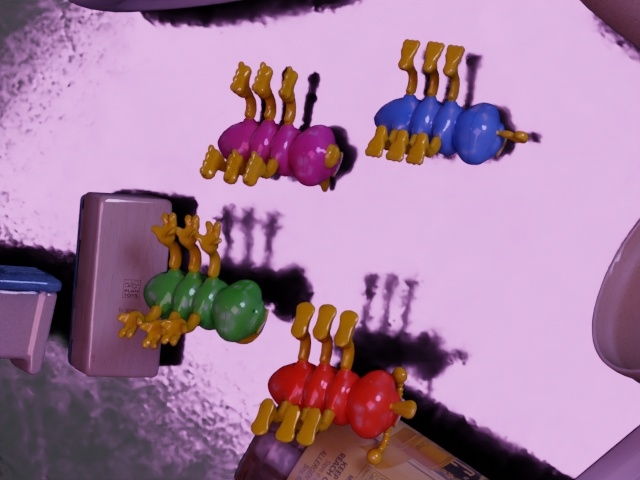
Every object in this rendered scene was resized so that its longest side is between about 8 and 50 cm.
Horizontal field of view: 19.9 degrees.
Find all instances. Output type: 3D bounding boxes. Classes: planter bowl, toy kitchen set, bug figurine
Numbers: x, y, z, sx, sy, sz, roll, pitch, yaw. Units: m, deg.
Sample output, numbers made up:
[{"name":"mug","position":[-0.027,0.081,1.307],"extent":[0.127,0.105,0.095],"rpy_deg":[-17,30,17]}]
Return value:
[{"name":"planter bowl","position":[0.262,0.041,1.121],"extent":[0.109,0.162,0.162],"rpy_deg":[36,100,-19]},{"name":"toy kitchen set","position":[-0.230,0.018,1.251],"extent":[0.207,0.166,0.122],"rpy_deg":[4,95,-26]},{"name":"bug figurine","position":[0.000,0.000,1.166],"extent":[0.216,0.072,0.279],"rpy_deg":[15,72,26]}]

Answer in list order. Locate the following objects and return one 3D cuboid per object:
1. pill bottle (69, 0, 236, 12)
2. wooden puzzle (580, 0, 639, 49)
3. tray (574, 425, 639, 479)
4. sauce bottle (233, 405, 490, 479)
[{"name":"pill bottle","position":[-0.097,-0.313,1.146],"extent":[0.182,0.181,0.323],"rpy_deg":[-6,92,11]},{"name":"wooden puzzle","position":[0.366,-0.199,1.077],"extent":[0.322,0.080,0.348],"rpy_deg":[34,104,-17]},{"name":"tray","position":[0.193,0.232,1.197],"extent":[0.270,0.030,0.145],"rpy_deg":[-42,86,10]},{"name":"sauce bottle","position":[0.108,0.217,1.146],"extent":[0.344,0.111,0.111],"rpy_deg":[33,98,17]}]
